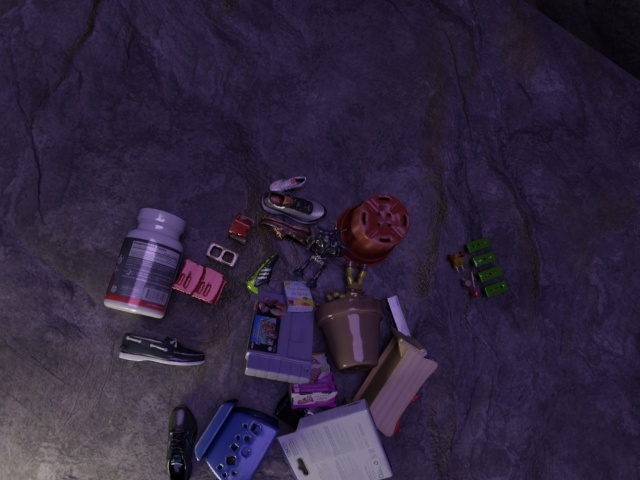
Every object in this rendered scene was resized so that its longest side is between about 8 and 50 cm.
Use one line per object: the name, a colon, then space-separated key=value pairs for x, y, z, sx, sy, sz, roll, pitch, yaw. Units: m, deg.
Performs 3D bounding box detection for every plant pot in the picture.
plant pot: x=-0.288 y=0.682 z=1.545 sx=0.212 sy=0.236 sz=0.236 roll=32 pitch=74 yaw=3
plant pot: x=0.121 y=0.355 z=1.652 sx=0.263 sy=0.263 sz=0.229 roll=-3 pitch=61 yaw=-12
plant pot: x=0.214 y=-0.051 z=1.789 sx=0.273 sy=0.265 sz=0.272 roll=3 pitch=77 yaw=-11

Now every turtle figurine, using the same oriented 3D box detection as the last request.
turtle figurine: x=0.119 y=0.194 z=1.802 sx=0.270 sy=0.087 sz=0.217 roll=9 pitch=75 yaw=-13

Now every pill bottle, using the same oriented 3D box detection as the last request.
pill bottle: x=-0.618 y=0.083 z=1.626 sx=0.210 sy=0.210 sz=0.362 roll=14 pitch=74 yaw=-8

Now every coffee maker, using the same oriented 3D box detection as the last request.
coffee maker: x=-0.079 y=0.650 z=1.647 sx=0.178 sy=0.120 sz=0.171 roll=38 pitch=74 yaw=0

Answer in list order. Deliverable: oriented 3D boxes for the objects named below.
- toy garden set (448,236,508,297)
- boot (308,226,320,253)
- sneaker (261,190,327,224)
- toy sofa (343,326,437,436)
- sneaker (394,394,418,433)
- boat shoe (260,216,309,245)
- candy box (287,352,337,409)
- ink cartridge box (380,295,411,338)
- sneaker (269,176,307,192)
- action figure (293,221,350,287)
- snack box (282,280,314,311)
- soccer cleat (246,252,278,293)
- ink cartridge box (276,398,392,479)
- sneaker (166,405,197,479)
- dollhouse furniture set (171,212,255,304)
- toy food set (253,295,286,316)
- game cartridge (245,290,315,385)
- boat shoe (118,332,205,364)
toy garden set: x=0.671 y=0.130 z=1.952 sx=0.204 sy=0.049 sz=0.244 roll=-17 pitch=82 yaw=-16
boot: x=0.000 y=0.000 z=1.856 sx=0.087 sy=0.042 sz=0.118 roll=-3 pitch=80 yaw=-17
sneaker: x=-0.104 y=-0.137 z=1.830 sx=0.272 sy=0.108 sz=0.100 roll=12 pitch=73 yaw=-9
toy sofa: x=0.256 y=0.523 z=1.671 sx=0.177 sy=0.150 sz=0.362 roll=32 pitch=93 yaw=-7
sneaker: x=0.320 y=0.614 z=1.745 sx=0.118 sy=0.107 sz=0.279 roll=21 pitch=77 yaw=-16
boat shoe: x=-0.147 y=-0.036 z=1.815 sx=0.207 sy=0.073 sz=0.073 roll=17 pitch=73 yaw=-6
candy box: x=-0.039 y=0.501 z=1.632 sx=0.159 sy=0.233 sz=0.071 roll=1 pitch=110 yaw=-12
ink cartridge box: x=0.305 y=0.328 z=1.807 sx=0.046 sy=0.097 sz=0.207 roll=-16 pitch=81 yaw=-13
sneaker: x=-0.132 y=-0.237 z=1.863 sx=0.161 sy=0.075 sz=0.057 roll=-11 pitch=80 yaw=-14
action figure: x=0.009 y=0.042 z=1.763 sx=0.164 sy=0.141 sz=0.275 roll=35 pitch=105 yaw=-2
snack box: x=-0.088 y=0.214 z=1.741 sx=0.100 sy=0.037 sz=0.141 roll=5 pitch=35 yaw=-17
soccer cleat: x=-0.217 y=0.129 z=1.777 sx=0.072 sy=0.060 sz=0.179 roll=42 pitch=79 yaw=-10
ink cartridge box: x=0.053 y=0.738 z=1.587 sx=0.330 sy=0.071 sz=0.324 roll=-17 pitch=112 yaw=5
sneaker: x=-0.481 y=0.714 z=1.562 sx=0.101 sy=0.106 sz=0.267 roll=-3 pitch=76 yaw=-10
dollhouse furniture set: x=-0.388 y=0.045 z=1.683 sx=0.152 sy=0.201 sz=0.374 roll=25 pitch=75 yaw=-5
toy food set: x=-0.185 y=0.240 z=1.679 sx=0.122 sy=0.019 sz=0.078 roll=12 pitch=39 yaw=-9
game cartridge: x=-0.140 y=0.341 z=1.641 sx=0.230 sy=0.068 sz=0.355 roll=16 pitch=39 yaw=-11
boat shoe: x=-0.561 y=0.389 z=1.616 sx=0.303 sy=0.114 sz=0.091 roll=8 pitch=82 yaw=-10
